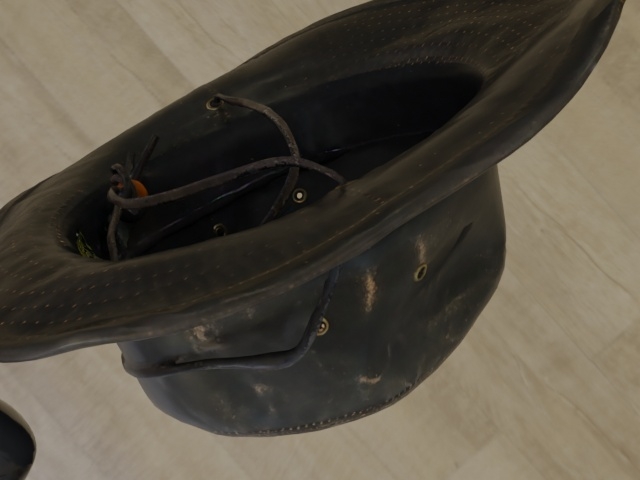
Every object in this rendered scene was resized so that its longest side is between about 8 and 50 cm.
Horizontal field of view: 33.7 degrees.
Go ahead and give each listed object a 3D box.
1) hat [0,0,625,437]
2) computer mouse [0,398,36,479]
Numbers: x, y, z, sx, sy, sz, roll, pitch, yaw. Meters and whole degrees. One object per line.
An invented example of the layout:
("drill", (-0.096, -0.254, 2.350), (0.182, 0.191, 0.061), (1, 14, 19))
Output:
("hat", (0.000, 0.000, 0.472), (0.331, 0.331, 0.134), (-24, 109, 7))
("computer mouse", (-0.223, 0.064, 0.392), (0.242, 0.071, 0.041), (5, 114, 5))
